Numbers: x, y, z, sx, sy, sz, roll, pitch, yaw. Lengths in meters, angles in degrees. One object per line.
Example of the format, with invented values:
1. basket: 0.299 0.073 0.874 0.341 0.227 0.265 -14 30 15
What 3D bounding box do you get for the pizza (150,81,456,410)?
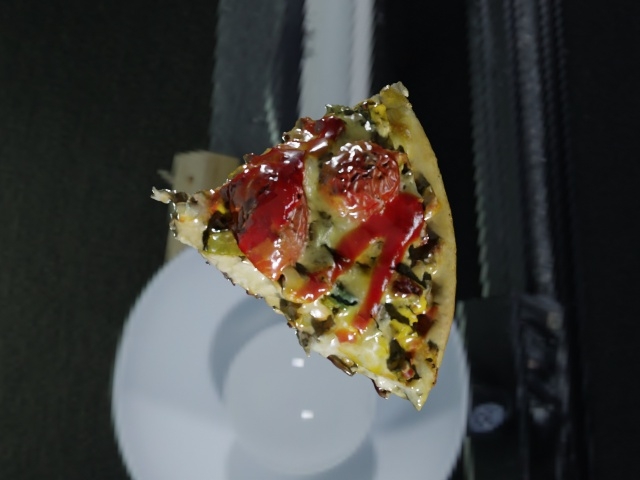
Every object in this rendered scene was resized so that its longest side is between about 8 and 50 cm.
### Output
1. pizza: 0.014 0.005 0.454 0.099 0.100 0.029 60 -30 4
